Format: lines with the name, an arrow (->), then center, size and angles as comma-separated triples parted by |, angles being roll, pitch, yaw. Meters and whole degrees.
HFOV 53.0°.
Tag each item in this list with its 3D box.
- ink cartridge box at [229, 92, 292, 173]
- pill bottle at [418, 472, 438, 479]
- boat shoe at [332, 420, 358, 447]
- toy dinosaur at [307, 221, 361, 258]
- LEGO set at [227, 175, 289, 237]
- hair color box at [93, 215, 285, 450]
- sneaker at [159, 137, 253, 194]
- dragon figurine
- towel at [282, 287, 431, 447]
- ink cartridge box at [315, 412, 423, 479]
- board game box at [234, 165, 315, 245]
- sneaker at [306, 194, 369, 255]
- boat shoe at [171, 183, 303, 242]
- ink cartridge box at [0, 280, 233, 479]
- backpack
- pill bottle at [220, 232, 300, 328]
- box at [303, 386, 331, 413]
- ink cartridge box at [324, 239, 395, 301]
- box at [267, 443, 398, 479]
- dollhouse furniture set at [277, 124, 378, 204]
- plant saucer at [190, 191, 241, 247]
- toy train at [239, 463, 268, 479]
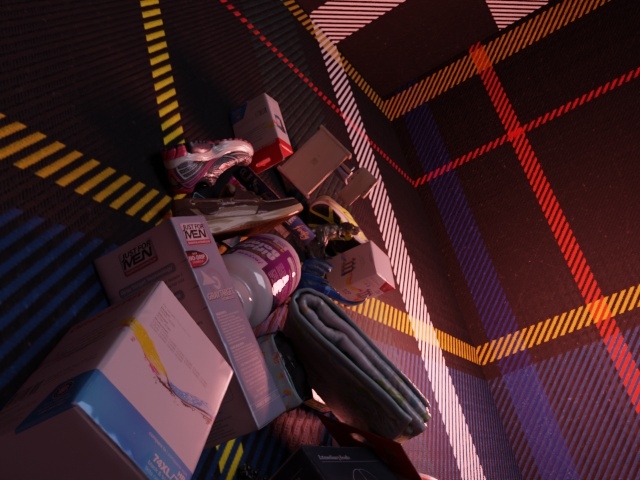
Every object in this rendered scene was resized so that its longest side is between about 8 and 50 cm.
ink cartridge box -> -0.168, -0.292, 1.859 | 0.078, 0.134, 0.231 | 26, 43, -59
pill bottle -> 0.220, 0.719, 1.531 | 0.182, 0.181, 0.323 | 61, 21, -7
boat shoe -> 0.108, 0.463, 1.687 | 0.109, 0.094, 0.302 | 57, 22, -16
toy dinosaur -> 0.000, 0.000, 1.973 | 0.268, 0.064, 0.118 | -1, 94, -33
LEGO set -> -0.166, -0.048, 1.623 | 0.227, 0.087, 0.093 | 44, 1, -41
hair color box -> -0.228, 0.164, 1.113 | 0.375, 0.185, 0.113 | 66, 21, 6
sneaker -> -0.268, -0.180, 1.536 | 0.299, 0.120, 0.112 | -22, 104, -57
dragon figurine -> -0.015, 0.105, 1.670 | 0.085, 0.289, 0.144 | -72, 170, -59
towel -> 0.054, 0.299, 1.403 | 0.374, 0.090, 0.321 | 46, -27, 14
ink cartridge box -> 0.121, 0.519, 1.412 | 0.066, 0.296, 0.261 | -46, 115, -27
board game box -> -0.124, -0.099, 1.723 | 0.165, 0.042, 0.243 | 45, 1, -42
sneaker -> 0.101, 0.000, 2.148 | 0.385, 0.145, 0.147 | 56, 23, -24
boat shoe -> -0.186, -0.076, 1.460 | 0.342, 0.123, 0.123 | -15, 81, -40
ink cartridge box -> -0.282, 0.230, 0.890 | 0.197, 0.198, 0.270 | 55, 23, -19
backpack -> -0.102, 0.276, 1.312 | 0.188, 0.144, 0.166 | 127, -60, -82
pill bottle -> -0.162, 0.095, 1.373 | 0.169, 0.169, 0.301 | 62, 20, -5
box -> -0.019, 0.324, 1.631 | 0.114, 0.036, 0.207 | 39, 31, -48
ink cartridge box -> 0.121, 0.108, 2.020 | 0.128, 0.176, 0.127 | 39, 35, -47
box -> 0.081, 0.581, 1.130 | 0.395, 0.212, 0.293 | 47, 10, 33
dollhouse furniture set -> 0.019, -0.201, 2.147 | 0.286, 0.198, 0.303 | 45, -2, 6
plant saucer -> -0.248, -0.043, 1.506 | 0.192, 0.018, 0.067 | 37, 68, -51
toy train -> -0.105, 0.484, 1.254 | 0.158, 0.027, 0.036 | 48, 29, -35
